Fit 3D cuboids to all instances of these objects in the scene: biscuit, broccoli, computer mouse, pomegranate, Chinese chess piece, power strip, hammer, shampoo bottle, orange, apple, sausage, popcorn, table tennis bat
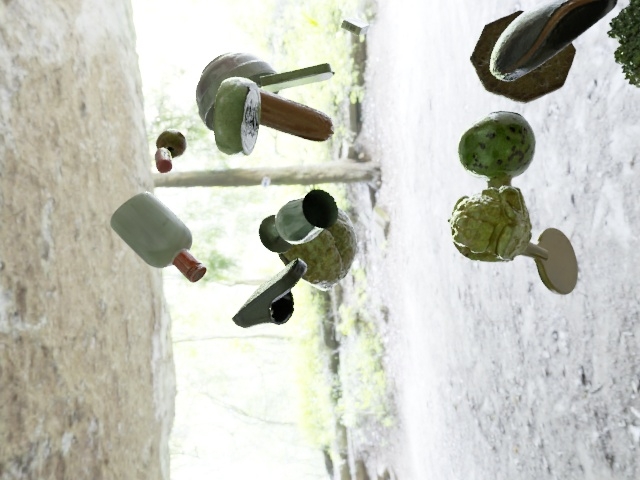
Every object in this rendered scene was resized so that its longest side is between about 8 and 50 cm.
[{"bbox_3d":[0.709,-0.648,1.807,0.046,0.359,0.358,58,-155,-74],"label":"biscuit"},{"bbox_3d":[0.718,-0.395,1.034,0.180,0.273,0.242,-63,18,-13],"label":"broccoli"},{"bbox_3d":[0.529,-0.497,1.187,0.116,0.323,0.183,53,180,-16],"label":"computer mouse"},{"bbox_3d":[0.531,-0.238,1.514,0.231,0.231,0.285,-102,-9,-77],"label":"pomegranate"},{"bbox_3d":[-0.150,-0.224,0.942,0.144,0.059,0.144,9,-90,-84],"label":"Chinese chess piece"},{"bbox_3d":[-0.073,-0.432,1.368,0.080,0.227,0.029,-110,7,-88],"label":"power strip"},{"bbox_3d":[-0.367,-0.187,1.198,0.083,0.043,0.043,-120,21,-54],"label":"hammer"},{"bbox_3d":[-0.308,-0.001,0.998,0.221,0.108,0.051,40,160,19],"label":"shampoo bottle"},{"bbox_3d":[0.000,0.000,1.498,0.270,0.210,0.368,60,-176,-5],"label":"orange"},{"bbox_3d":[-0.434,-0.281,1.491,0.089,0.090,0.074,86,163,-53],"label":"apple"},{"bbox_3d":[-0.102,-0.307,1.239,0.086,0.289,0.086,-161,90,-81],"label":"sausage"},{"bbox_3d":[0.382,-0.032,1.166,0.187,0.186,0.167,15,-107,-73],"label":"popcorn"},{"bbox_3d":[0.646,0.046,1.459,0.050,0.321,0.198,-15,64,52],"label":"table tennis bat"}]

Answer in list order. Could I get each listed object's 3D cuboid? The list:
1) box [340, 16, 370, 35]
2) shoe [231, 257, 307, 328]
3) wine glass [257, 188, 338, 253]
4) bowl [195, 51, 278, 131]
[{"bbox_3d":[0.088,-0.541,1.295,0.083,0.054,0.024,-54,-13,-57],"label":"box"},{"bbox_3d":[-0.091,0.130,1.048,0.241,0.093,0.108,-40,9,42],"label":"shoe"},{"bbox_3d":[-0.046,-0.037,1.018,0.202,0.093,0.092,-25,67,57],"label":"wine glass"},{"bbox_3d":[-0.279,-0.488,1.624,0.143,0.287,0.287,55,175,7],"label":"bowl"}]
